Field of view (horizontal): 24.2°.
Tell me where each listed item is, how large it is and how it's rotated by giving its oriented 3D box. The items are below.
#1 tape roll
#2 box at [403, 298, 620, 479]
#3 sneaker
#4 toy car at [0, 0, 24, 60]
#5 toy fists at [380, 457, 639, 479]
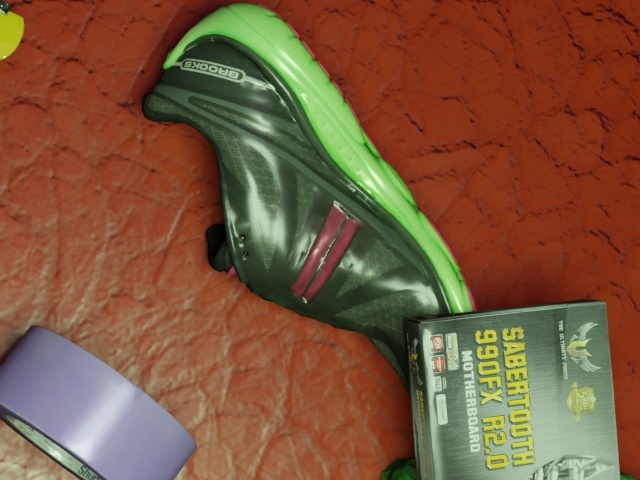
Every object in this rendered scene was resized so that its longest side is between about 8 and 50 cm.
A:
[{"bbox_3d":[-0.210,0.164,1.353,0.189,0.189,0.080,39,73,-7],"label":"tape roll"},{"bbox_3d":[0.178,0.177,1.372,0.183,0.056,0.231,-5,92,-14],"label":"box"},{"bbox_3d":[0.000,0.000,1.475,0.202,0.185,0.483,-35,90,2],"label":"sneaker"},{"bbox_3d":[-0.432,-0.232,1.431,0.225,0.053,0.239,-34,90,-18],"label":"toy car"},{"bbox_3d":[0.198,0.263,1.478,0.279,0.142,0.096,8,78,-14],"label":"toy fists"}]
